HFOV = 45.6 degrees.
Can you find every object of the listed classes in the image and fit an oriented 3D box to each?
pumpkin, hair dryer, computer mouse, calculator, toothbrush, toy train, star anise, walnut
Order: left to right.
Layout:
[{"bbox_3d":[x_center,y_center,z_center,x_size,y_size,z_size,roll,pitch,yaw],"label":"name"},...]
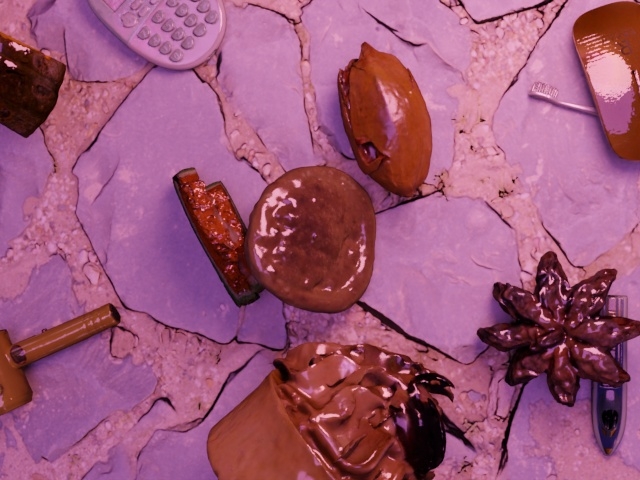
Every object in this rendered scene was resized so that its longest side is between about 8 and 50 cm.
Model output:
[{"bbox_3d":[-0.528,-0.268,1.208,0.317,0.222,0.139,23,85,36],"label":"pumpkin"},{"bbox_3d":[-0.465,0.189,1.284,0.278,0.090,0.135,-24,87,2],"label":"hair dryer"},{"bbox_3d":[-0.282,-0.410,1.260,0.295,0.042,0.184,45,97,2],"label":"calculator"},{"bbox_3d":[0.102,-0.184,1.169,0.137,0.137,0.245,-12,93,8],"label":"walnut"},{"bbox_3d":[0.349,0.142,1.128,0.236,0.109,0.223,-34,84,26],"label":"star anise"},{"bbox_3d":[0.444,0.210,1.164,0.055,0.048,0.252,-1,91,11],"label":"toy train"},{"bbox_3d":[0.455,-0.191,1.168,0.275,0.019,0.025,20,86,8],"label":"toothbrush"},{"bbox_3d":[0.461,-0.240,1.135,0.126,0.056,0.245,-16,84,5],"label":"computer mouse"}]

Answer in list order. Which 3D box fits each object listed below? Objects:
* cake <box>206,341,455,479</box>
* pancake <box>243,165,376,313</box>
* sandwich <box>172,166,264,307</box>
[{"bbox_3d":[0.050,0.289,1.092,0.321,0.332,0.332,-43,85,1],"label":"cake"},{"bbox_3d":[0.000,0.000,1.161,0.242,0.050,0.242,4,81,-27],"label":"pancake"},{"bbox_3d":[-0.156,-0.024,1.205,0.079,0.159,0.235,-28,65,-12],"label":"sandwich"}]
